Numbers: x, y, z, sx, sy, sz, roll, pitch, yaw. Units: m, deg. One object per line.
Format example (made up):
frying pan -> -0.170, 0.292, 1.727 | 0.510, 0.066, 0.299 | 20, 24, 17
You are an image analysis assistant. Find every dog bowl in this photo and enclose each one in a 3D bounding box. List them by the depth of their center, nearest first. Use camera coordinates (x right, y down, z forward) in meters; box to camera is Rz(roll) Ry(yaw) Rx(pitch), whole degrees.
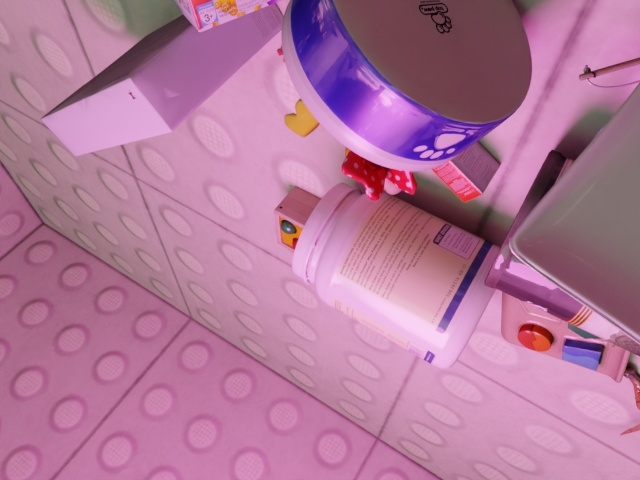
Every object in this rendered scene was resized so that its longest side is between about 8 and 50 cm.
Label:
dog bowl -> 0.097, -0.216, 0.569 | 0.265, 0.265, 0.104 | 42, 148, -8

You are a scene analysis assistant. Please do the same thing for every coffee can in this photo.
coffee can -> 0.383, 0.028, 0.665 | 0.276, 0.201, 0.201 | 27, 149, 19

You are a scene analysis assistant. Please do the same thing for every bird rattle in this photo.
bird rattle -> 0.077, -0.150, 0.796 | 0.253, 0.143, 0.207 | 48, -174, 32

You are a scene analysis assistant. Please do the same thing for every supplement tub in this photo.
supplement tub -> 0.137, 0.053, 0.936 | 0.325, 0.235, 0.235 | 28, 150, 17

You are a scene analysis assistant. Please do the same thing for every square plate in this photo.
square plate -> 0.413, -0.030, 0.482 | 0.344, 0.347, 0.049 | 37, -174, 2

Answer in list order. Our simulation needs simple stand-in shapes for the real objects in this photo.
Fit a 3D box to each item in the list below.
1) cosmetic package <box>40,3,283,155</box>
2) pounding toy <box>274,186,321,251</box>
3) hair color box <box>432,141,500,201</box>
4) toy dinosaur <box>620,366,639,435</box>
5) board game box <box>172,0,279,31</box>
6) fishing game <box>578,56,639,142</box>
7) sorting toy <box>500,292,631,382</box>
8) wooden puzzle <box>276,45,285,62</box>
cosmetic package -> -0.274, -0.278, 0.871 | 0.377, 0.284, 0.097 | 3, 136, 47
pounding toy -> 0.005, 0.008, 1.164 | 0.206, 0.094, 0.181 | 28, 149, 18
hair color box -> 0.196, -0.133, 0.777 | 0.141, 0.072, 0.043 | 44, 151, -9
toy dinosaur -> 0.615, 0.310, 0.973 | 0.211, 0.064, 0.112 | 65, 166, -24
board game box -> -0.145, -0.426, 0.616 | 0.144, 0.142, 0.275 | 53, 164, 36
fishing game -> 0.375, -0.069, 0.530 | 0.189, 0.041, 0.263 | -8, 94, 17
sorting toy -> 0.423, 0.125, 0.908 | 0.229, 0.041, 0.307 | 20, 144, 34
wooden puzzle -> -0.038, -0.308, 0.852 | 0.049, 0.006, 0.083 | 48, 149, -17
